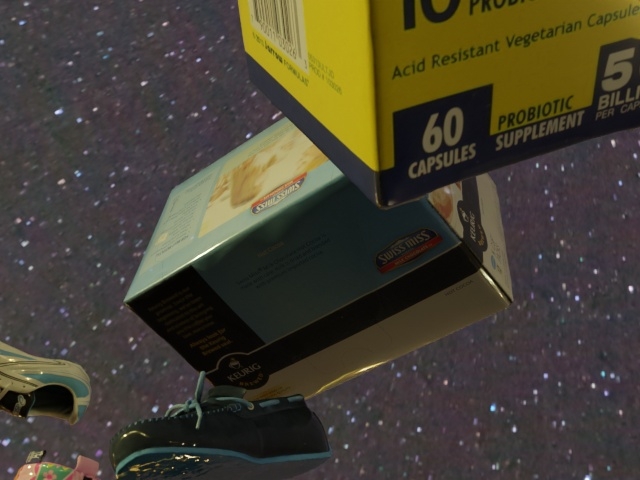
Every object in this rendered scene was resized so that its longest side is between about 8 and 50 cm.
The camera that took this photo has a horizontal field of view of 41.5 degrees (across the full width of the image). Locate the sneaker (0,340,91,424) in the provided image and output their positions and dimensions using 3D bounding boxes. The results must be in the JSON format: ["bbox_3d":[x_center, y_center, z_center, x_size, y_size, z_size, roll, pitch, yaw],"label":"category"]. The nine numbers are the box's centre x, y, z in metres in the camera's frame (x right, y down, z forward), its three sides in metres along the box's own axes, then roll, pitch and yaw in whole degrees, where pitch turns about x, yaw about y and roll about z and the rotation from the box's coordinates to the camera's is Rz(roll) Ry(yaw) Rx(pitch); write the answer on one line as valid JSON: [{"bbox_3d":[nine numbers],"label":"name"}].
[{"bbox_3d":[-0.412,0.181,1.086,0.237,0.086,0.085,16,-63,-23],"label":"sneaker"}]

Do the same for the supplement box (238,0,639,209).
[{"bbox_3d":[0.062,-0.230,0.417,0.194,0.195,0.356,-19,-53,-17],"label":"supplement box"}]

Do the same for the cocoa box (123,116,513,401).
[{"bbox_3d":[0.000,0.000,0.944,0.347,0.231,0.228,-29,-62,25],"label":"cocoa box"}]

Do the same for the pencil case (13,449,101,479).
[{"bbox_3d":[-0.342,0.404,1.014,0.124,0.284,0.124,4,-42,3],"label":"pencil case"}]

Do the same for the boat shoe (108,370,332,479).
[{"bbox_3d":[-0.097,0.181,0.788,0.109,0.258,0.089,-32,-118,22],"label":"boat shoe"}]
